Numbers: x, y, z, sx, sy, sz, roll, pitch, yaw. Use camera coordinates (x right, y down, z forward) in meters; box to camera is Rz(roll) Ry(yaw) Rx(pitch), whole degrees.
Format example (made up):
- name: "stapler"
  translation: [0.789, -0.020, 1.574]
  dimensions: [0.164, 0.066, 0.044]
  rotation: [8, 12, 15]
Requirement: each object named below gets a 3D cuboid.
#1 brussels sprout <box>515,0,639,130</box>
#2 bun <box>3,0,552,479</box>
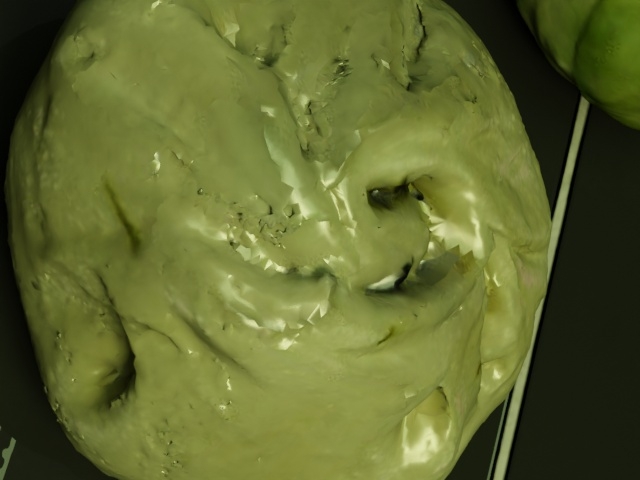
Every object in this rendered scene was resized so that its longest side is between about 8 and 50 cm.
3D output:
- name: "brussels sprout"
  translation: [0.266, -0.216, 0.824]
  dimensions: [0.259, 0.227, 0.294]
  rotation: [-30, 136, -19]
- name: "bun"
  translation: [0.000, 0.000, 0.653]
  dimensions: [0.326, 0.234, 0.362]
  rotation: [-28, 107, -35]
